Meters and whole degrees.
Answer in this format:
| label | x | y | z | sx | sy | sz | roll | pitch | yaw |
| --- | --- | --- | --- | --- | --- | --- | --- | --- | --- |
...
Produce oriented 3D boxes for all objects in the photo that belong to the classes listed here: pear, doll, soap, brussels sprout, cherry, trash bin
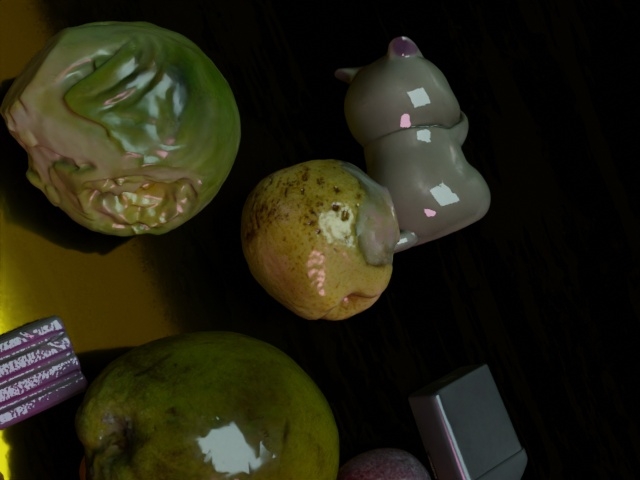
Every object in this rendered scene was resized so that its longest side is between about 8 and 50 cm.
| label | x | y | z | sx | sy | sz | roll | pitch | yaw |
| --- | --- | --- | --- | --- | --- | --- | --- | --- | --- |
| pear | 0.000 | 0.000 | 1.696 | 0.271 | 0.271 | 0.271 | 7 | 77 | -34 |
| doll | 0.166 | -0.153 | 1.864 | 0.225 | 0.215 | 0.371 | -2 | 80 | -35 |
| soap | -0.440 | 0.195 | 1.461 | 0.203 | 0.065 | 0.122 | -23 | 96 | -36 |
| pear | -0.144 | 0.298 | 1.487 | 0.413 | 0.351 | 0.352 | 17 | 71 | -45 |
| brussels sprout | -0.279 | -0.170 | 1.523 | 0.344 | 0.268 | 0.344 | 3 | 83 | -28 |
| cherry | 0.106 | 0.428 | 1.754 | 0.176 | 0.140 | 0.176 | 1 | 88 | -22 |
| trash bin | 0.273 | 0.363 | 1.910 | 0.176 | 0.101 | 0.236 | -22 | 92 | -34 |

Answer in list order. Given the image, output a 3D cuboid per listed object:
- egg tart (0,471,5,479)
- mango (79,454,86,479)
| label | x | y | z | sx | sy | sz | roll | pitch | yaw |
| --- | --- | --- | --- | --- | --- | --- | --- | --- | --- |
| egg tart | -0.481 | 0.366 | 1.320 | 0.202 | 0.147 | 0.203 | -6 | 103 | -28 |
| mango | -0.321 | 0.326 | 1.532 | 0.060 | 0.046 | 0.089 | 23 | 65 | -30 |
